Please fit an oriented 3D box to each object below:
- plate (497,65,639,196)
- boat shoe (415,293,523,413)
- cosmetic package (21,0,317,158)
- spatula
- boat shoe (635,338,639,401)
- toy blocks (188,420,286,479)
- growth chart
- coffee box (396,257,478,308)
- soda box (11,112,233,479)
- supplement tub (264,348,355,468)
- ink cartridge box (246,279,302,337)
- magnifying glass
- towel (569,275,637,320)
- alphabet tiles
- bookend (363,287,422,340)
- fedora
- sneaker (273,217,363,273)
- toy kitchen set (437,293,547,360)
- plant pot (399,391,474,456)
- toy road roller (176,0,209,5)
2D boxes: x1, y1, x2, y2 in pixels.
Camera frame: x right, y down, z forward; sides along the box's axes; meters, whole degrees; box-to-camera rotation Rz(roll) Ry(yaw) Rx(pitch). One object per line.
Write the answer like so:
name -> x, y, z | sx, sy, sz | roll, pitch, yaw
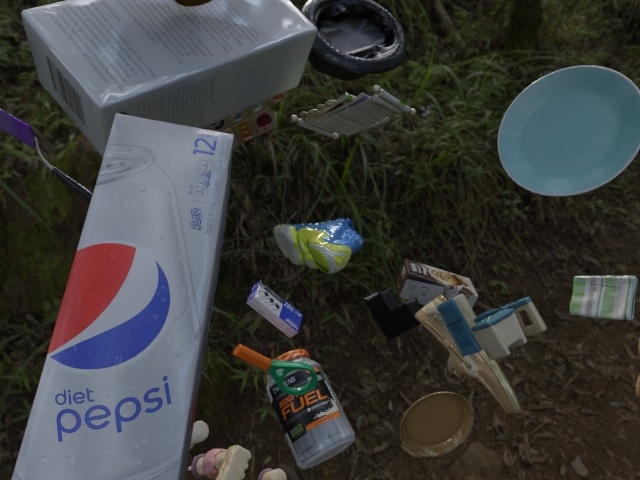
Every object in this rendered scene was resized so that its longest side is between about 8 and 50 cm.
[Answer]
plate -> 0.346, -0.151, 0.654 | 0.188, 0.188, 0.024 | 32, 13, 40
boat shoe -> 0.379, 0.304, 1.206 | 0.110, 0.122, 0.341 | -38, 62, 8
cosmetic package -> -0.255, -0.347, 0.874 | 0.453, 0.161, 0.230 | -34, 77, -31
spatula -> -0.556, -0.163, 0.956 | 0.296, 0.084, 0.030 | 44, 57, -1
boat shoe -> 0.903, 0.338, 1.248 | 0.073, 0.073, 0.206 | 20, 71, -14
toy blocks -> -0.264, 0.605, 1.024 | 0.309, 0.260, 0.288 | 37, 43, -17
growth chart -> 0.067, -0.277, 1.032 | 0.238, 0.021, 0.172 | -10, -16, 36
coffee box -> 0.480, 0.197, 1.950 | 0.298, 0.118, 0.168 | 17, 21, -2
soda box -> -0.127, 0.056, 0.338 | 0.091, 0.098, 0.286 | 8, 67, -10
supplement tub -> -0.044, 0.510, 1.441 | 0.194, 0.193, 0.315 | -20, 59, -19
ink cartridge box -> -0.158, 0.241, 1.638 | 0.046, 0.207, 0.097 | -38, 19, 28
magnifying glass -> -0.103, 0.301, 1.096 | 0.092, 0.231, 0.026 | -47, 31, 15
towel -> 0.712, 0.142, 1.185 | 0.152, 0.023, 0.113 | -5, 65, 57
alphabet tiles -> -0.250, -0.396, 1.163 | 0.285, 0.342, 0.011 | -27, 36, -3
bookend -> 0.242, 0.209, 1.467 | 0.072, 0.156, 0.157 | -20, 74, -46
fedora -> 0.082, -0.572, 1.378 | 0.334, 0.152, 0.333 | 8, 64, -17
sneaker -> 0.000, 0.000, 1.010 | 0.126, 0.091, 0.240 | -30, 32, -26
toy kitchen set -> 0.295, 0.163, 0.906 | 0.166, 0.207, 0.122 | -16, 74, -36
plant pot -> 0.351, 0.555, 1.425 | 0.237, 0.236, 0.032 | -11, 20, -7
toy road roller -> -0.154, -0.509, 0.729 | 0.330, 0.240, 0.202 | -8, 22, -8
